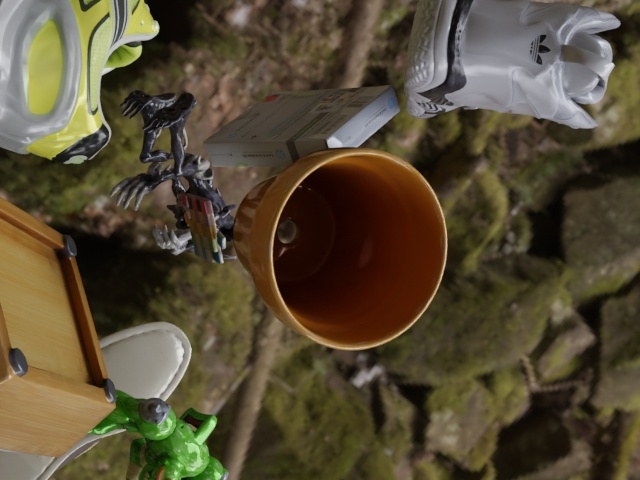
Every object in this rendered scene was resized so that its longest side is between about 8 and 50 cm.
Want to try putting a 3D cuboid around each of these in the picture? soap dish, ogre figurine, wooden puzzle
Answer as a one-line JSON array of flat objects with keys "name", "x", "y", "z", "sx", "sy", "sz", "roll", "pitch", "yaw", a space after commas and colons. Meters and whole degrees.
[{"name": "soap dish", "x": -0.298, "y": 0.071, "z": 1.136, "sx": 0.118, "sy": 0.229, "sz": 0.291, "roll": -20, "pitch": 163, "yaw": 7}, {"name": "ogre figurine", "x": -0.171, "y": 0.212, "z": 1.303, "sx": 0.118, "sy": 0.197, "sz": 0.097, "roll": -4, "pitch": -157, "yaw": 43}, {"name": "wooden puzzle", "x": -0.090, "y": -0.009, "z": 0.952, "sx": 0.006, "sy": 0.049, "sz": 0.083, "roll": -16, "pitch": -166, "yaw": -22}]

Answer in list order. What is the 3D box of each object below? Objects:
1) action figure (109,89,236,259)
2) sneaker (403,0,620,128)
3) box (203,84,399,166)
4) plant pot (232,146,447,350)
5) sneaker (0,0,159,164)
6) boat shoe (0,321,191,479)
[{"name": "action figure", "x": -0.196, "y": -0.063, "z": 1.660, "sx": 0.141, "sy": 0.164, "sz": 0.275, "roll": -36, "pitch": 132, "yaw": -26}, {"name": "sneaker", "x": 0.205, "y": -0.189, "z": 1.374, "sx": 0.366, "sy": 0.210, "sz": 0.137, "roll": -16, "pitch": 118, "yaw": -84}, {"name": "box", "x": -0.023, "y": -0.134, "z": 1.464, "sx": 0.186, "sy": 0.038, "sz": 0.145, "roll": 3, "pitch": -148, "yaw": 37}, {"name": "plant pot", "x": 0.000, "y": 0.000, "z": 1.334, "sx": 0.205, "sy": 0.205, "sz": 0.188, "roll": -52, "pitch": -156, "yaw": -12}, {"name": "sneaker", "x": -0.211, "y": -0.221, "z": 1.061, "sx": 0.145, "sy": 0.147, "sz": 0.384, "roll": -25, "pitch": -140, "yaw": 45}, {"name": "boat shoe", "x": -0.301, "y": 0.206, "z": 1.514, "sx": 0.324, "sy": 0.116, "sz": 0.097, "roll": -39, "pitch": -168, "yaw": -11}]
